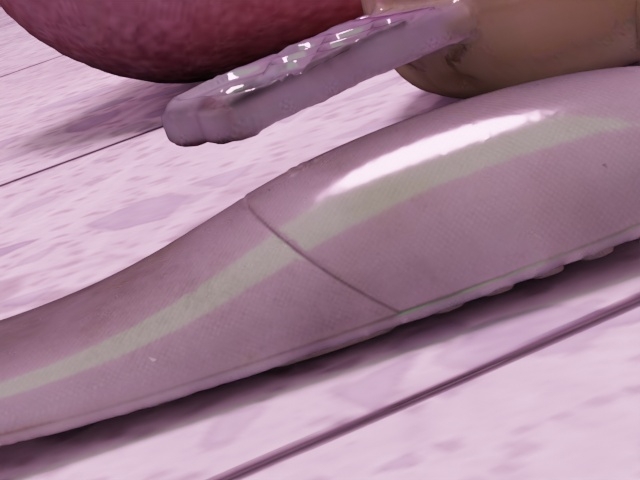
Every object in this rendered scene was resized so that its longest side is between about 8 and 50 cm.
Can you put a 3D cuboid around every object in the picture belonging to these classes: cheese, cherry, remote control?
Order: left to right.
[{"bbox_3d":[-0.048,-0.187,0.984,0.239,0.206,0.239,-17,0,0],"label":"cherry"},{"bbox_3d":[0.000,0.000,0.478,0.229,0.044,0.073,-17,15,-2],"label":"remote control"},{"bbox_3d":[0.065,-0.090,0.713,0.286,0.082,0.163,-30,16,-36],"label":"cheese"}]
